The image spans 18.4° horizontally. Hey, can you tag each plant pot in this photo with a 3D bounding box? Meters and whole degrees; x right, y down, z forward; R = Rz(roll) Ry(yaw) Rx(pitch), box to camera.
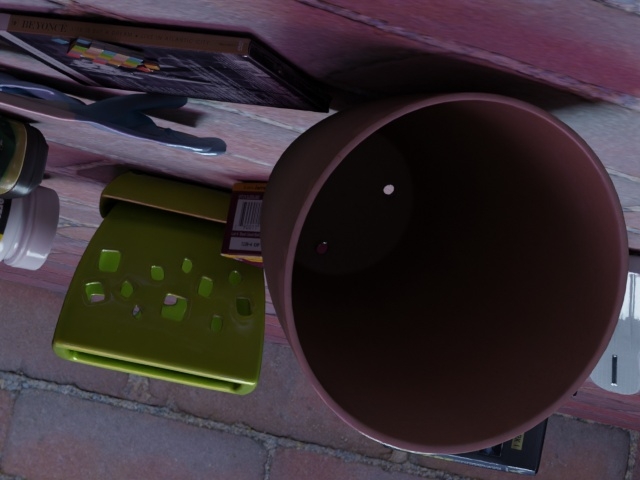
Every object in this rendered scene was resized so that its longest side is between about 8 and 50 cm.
[{"bbox_3d":[-0.164,0.046,2.180,0.227,0.207,0.228,12,173,-4],"label":"plant pot"},{"bbox_3d":[0.058,-0.005,1.486,0.256,0.257,0.274,14,-171,-20],"label":"plant pot"}]

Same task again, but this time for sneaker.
[{"bbox_3d":[0.325,0.069,2.103,0.094,0.091,0.258,15,152,9],"label":"sneaker"}]

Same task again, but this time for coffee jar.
[{"bbox_3d":[-0.358,-0.095,1.905,0.184,0.079,0.096,17,170,-41],"label":"coffee jar"}]

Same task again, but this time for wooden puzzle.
[{"bbox_3d":[-0.156,-0.135,1.437,0.083,0.006,0.049,14,172,-15],"label":"wooden puzzle"}]

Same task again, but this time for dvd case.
[{"bbox_3d":[-0.121,-0.134,1.494,0.221,0.018,0.164,8,172,23],"label":"dvd case"}]

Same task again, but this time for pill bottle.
[{"bbox_3d":[-0.415,-0.037,2.269,0.208,0.119,0.119,14,172,-25],"label":"pill bottle"}]

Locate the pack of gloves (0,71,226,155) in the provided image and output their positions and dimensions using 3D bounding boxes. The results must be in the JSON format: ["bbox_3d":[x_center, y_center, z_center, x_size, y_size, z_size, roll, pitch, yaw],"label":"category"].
[{"bbox_3d":[-0.192,-0.122,1.672,0.232,0.046,0.195,14,-174,-16],"label":"pack of gloves"}]

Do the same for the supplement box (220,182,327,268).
[{"bbox_3d":[0.000,0.000,2.070,0.104,0.081,0.188,4,170,43],"label":"supplement box"}]

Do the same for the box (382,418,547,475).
[{"bbox_3d":[0.180,0.140,2.270,0.183,0.233,0.059,9,170,10],"label":"box"}]

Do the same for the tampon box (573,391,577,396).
[{"bbox_3d":[0.208,0.069,1.968,0.120,0.161,0.101,12,173,1],"label":"tampon box"}]
